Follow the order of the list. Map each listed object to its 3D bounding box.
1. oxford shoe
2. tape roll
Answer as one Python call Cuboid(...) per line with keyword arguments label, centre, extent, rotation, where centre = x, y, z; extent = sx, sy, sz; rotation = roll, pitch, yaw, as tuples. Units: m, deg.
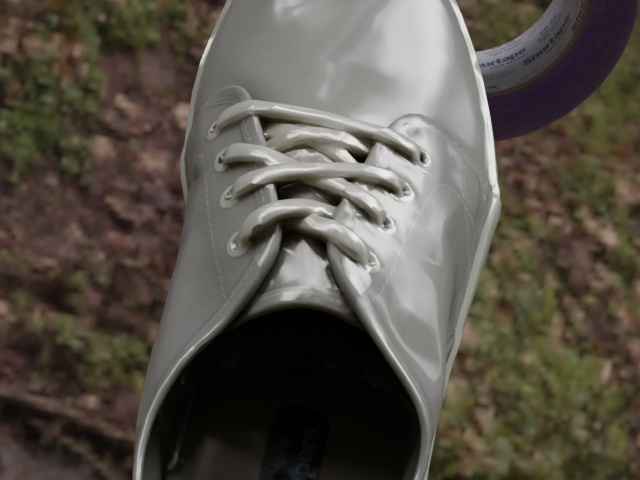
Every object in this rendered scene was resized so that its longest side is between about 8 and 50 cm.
Cuboid(label="oxford shoe", centre=(0.000, 0.000, 0.885), extent=(0.169, 0.449, 0.130), rotation=(5, -34, 6))
Cuboid(label="tape roll", centre=(0.093, -0.159, 1.103), extent=(0.189, 0.189, 0.080), rotation=(13, 24, -7))
